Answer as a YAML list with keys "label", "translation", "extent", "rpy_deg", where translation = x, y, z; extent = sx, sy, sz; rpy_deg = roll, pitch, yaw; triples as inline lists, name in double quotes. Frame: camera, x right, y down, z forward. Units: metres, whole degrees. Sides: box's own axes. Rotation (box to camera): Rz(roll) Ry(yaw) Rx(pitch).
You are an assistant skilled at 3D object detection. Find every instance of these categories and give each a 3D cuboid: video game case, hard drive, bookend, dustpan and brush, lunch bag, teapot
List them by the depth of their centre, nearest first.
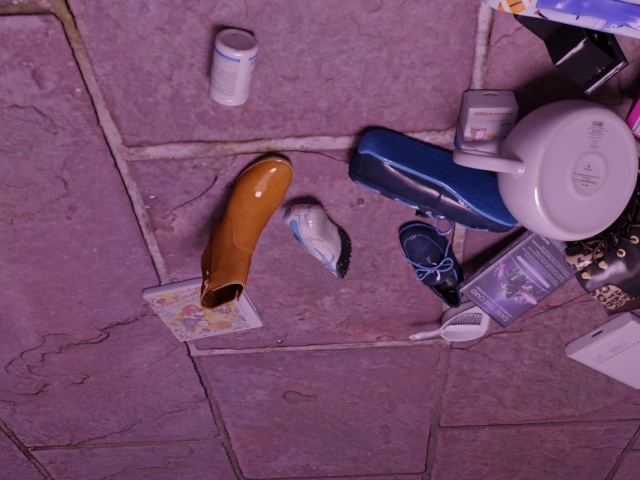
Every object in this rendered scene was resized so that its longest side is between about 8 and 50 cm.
- label: "lunch bag"
  translation: [0.349, -0.370, 0.911]
  extent: [0.304, 0.243, 0.115]
  rpy_deg: [7, 139, -8]
- label: "bookend"
  translation: [0.359, -0.322, 1.033]
  extent: [0.157, 0.156, 0.072]
  rpy_deg: [25, 133, -26]
- label: "teapot"
  translation: [0.392, -0.126, 1.192]
  extent: [0.252, 0.187, 0.256]
  rpy_deg: [-42, 116, -8]
- label: "video game case"
  translation: [0.460, 0.066, 1.524]
  extent: [0.274, 0.026, 0.196]
  rpy_deg: [-40, 127, 17]
- label: "video game case"
  translation: [-0.279, 0.164, 1.670]
  extent: [0.227, 0.026, 0.206]
  rpy_deg: [-12, 138, 12]
- label: "dustpan and brush"
  translation: [0.322, 0.212, 1.715]
  extent: [0.211, 0.060, 0.147]
  rpy_deg: [-4, 139, 2]
- label: "hard drive"
  translation: [0.831, 0.299, 1.843]
  extent: [0.308, 0.040, 0.203]
  rpy_deg: [25, 133, -27]

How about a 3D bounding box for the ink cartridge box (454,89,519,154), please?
- label: "ink cartridge box"
  translation: [0.295, -0.205, 1.242]
  extent: [0.089, 0.052, 0.122]
  rpy_deg: [-2, 138, -1]

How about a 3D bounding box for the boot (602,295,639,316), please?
- label: "boot"
  translation: [0.728, 0.084, 1.558]
  extent: [0.207, 0.090, 0.248]
  rpy_deg: [-17, 136, 19]

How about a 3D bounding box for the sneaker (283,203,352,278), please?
- label: "sneaker"
  translation: [0.000, 0.000, 1.460]
  extent: [0.086, 0.085, 0.237]
  rpy_deg: [7, 150, 32]

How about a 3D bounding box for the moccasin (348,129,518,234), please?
- label: "moccasin"
  translation: [0.214, -0.103, 1.323]
  extent: [0.342, 0.137, 0.117]
  rpy_deg: [27, 137, -10]

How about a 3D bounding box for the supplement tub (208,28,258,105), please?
- label: "supplement tub"
  translation: [-0.143, -0.282, 1.130]
  extent: [0.071, 0.071, 0.107]
  rpy_deg: [9, 138, -12]

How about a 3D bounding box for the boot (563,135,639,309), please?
- label: "boot"
  translation: [0.615, -0.025, 1.370]
  extent: [0.377, 0.138, 0.284]
  rpy_deg: [38, 126, -26]

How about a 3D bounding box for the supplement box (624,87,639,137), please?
- label: "supplement box"
  translation: [0.633, -0.206, 1.139]
  extent: [0.220, 0.111, 0.114]
  rpy_deg: [28, 141, 13]

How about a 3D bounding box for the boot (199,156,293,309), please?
- label: "boot"
  translation: [-0.143, -0.004, 1.341]
  extent: [0.104, 0.211, 0.295]
  rpy_deg: [22, 133, -26]

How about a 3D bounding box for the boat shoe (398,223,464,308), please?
- label: "boat shoe"
  translation: [0.260, 0.058, 1.515]
  extent: [0.109, 0.089, 0.258]
  rpy_deg: [-27, 133, 26]
